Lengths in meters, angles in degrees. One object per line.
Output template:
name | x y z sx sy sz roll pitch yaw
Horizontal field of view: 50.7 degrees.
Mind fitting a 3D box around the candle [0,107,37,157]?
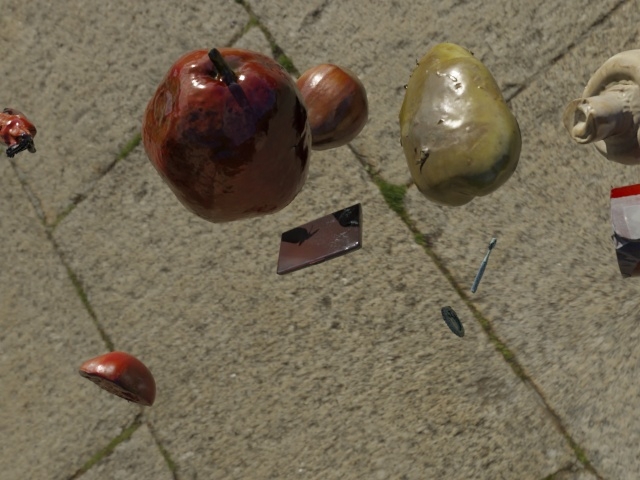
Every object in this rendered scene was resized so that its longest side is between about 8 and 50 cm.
candle | -0.500 -0.181 1.101 0.302 0.084 0.059 22 137 53

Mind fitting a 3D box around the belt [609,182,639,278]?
belt | 0.749 -0.026 1.583 0.115 0.324 0.227 -10 82 28

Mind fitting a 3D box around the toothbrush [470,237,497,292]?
toothbrush | 0.443 0.072 1.837 0.016 0.019 0.219 29 141 18

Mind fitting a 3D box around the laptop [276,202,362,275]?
laptop | 0.000 0.000 1.506 0.207 0.026 0.154 -21 38 20

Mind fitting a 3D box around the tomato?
tomato | -0.424 0.277 1.417 0.174 0.166 0.082 1 58 42

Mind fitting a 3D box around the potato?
potato | 0.203 -0.186 1.059 0.191 0.141 0.296 -44 42 44

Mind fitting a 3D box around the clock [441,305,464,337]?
clock | 0.311 0.190 1.579 0.010 0.074 0.083 -38 73 30

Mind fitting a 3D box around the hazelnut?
hazelnut | 0.009 -0.280 1.464 0.176 0.214 0.214 44 107 -7

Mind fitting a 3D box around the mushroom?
mushroom | 0.742 -0.334 1.694 0.292 0.290 0.292 174 90 -70

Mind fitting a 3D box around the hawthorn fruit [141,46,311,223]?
hawthorn fruit | -0.116 -0.144 0.851 0.224 0.261 0.224 2 70 -7
